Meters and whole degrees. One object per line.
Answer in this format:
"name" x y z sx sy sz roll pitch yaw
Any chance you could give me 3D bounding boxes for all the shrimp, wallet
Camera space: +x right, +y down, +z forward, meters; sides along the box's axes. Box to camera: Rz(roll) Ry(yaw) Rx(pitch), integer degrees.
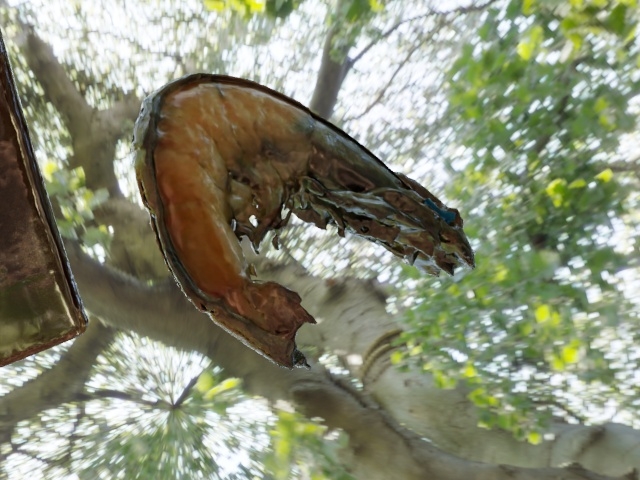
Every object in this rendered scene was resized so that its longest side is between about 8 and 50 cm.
"shrimp" 0.000 0.000 0.851 0.290 0.054 0.222 22 -135 -28
"wallet" -0.155 -0.018 0.493 0.095 0.026 0.176 -23 -49 -18
